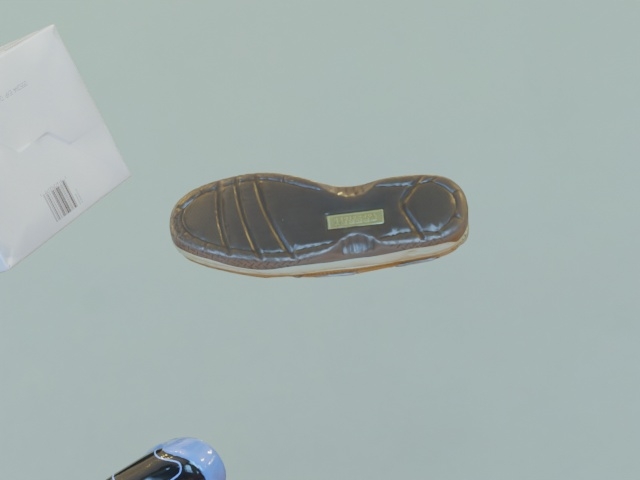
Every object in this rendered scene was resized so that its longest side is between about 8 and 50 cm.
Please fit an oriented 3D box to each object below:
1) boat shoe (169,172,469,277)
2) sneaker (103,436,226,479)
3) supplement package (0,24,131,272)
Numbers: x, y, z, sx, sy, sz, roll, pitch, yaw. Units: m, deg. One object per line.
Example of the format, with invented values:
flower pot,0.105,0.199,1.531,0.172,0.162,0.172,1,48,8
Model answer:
boat shoe,0.000,0.000,1.120,0.190,0.068,0.072,1,-23,4
sneaker,-0.186,0.257,1.590,0.232,0.081,0.090,-33,5,33
supplement package,-0.373,-0.091,1.960,0.145,0.204,0.262,-16,17,33
